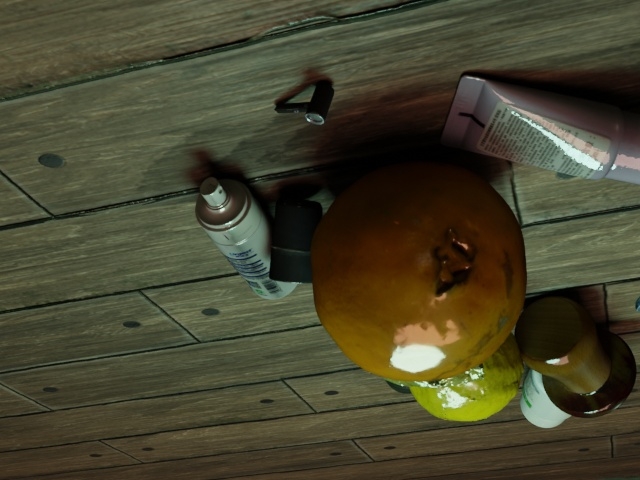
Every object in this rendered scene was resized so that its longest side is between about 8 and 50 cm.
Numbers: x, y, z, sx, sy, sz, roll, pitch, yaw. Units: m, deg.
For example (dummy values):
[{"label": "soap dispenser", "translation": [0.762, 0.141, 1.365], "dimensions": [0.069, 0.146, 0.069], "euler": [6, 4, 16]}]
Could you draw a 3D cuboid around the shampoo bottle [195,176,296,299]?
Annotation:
[{"label": "shampoo bottle", "translation": [-0.114, -0.009, 1.377], "dimensions": [0.092, 0.092, 0.303], "euler": [-9, 151, 13]}]

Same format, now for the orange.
[{"label": "orange", "translation": [0.135, 0.042, 1.270], "dimensions": [0.312, 0.312, 0.312], "euler": [-2, 153, -1]}]

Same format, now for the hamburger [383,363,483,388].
[{"label": "hamburger", "translation": [0.142, 0.135, 1.506], "dimensions": [0.211, 0.309, 0.133], "euler": [-5, 113, -5]}]

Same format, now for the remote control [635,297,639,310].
[{"label": "remote control", "translation": [0.691, 0.122, 1.766], "dimensions": [0.152, 0.027, 0.043], "euler": [-1, 159, 1]}]

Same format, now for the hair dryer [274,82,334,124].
[{"label": "hair dryer", "translation": [-0.023, -0.168, 1.138], "dimensions": [0.083, 0.047, 0.026], "euler": [0, 151, 40]}]

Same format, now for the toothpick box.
[{"label": "toothpick box", "translation": [0.500, 0.228, 1.792], "dimensions": [0.192, 0.192, 0.294], "euler": [-17, 143, 26]}]

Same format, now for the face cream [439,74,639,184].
[{"label": "face cream", "translation": [0.300, -0.139, 1.179], "dimensions": [0.273, 0.096, 0.154], "euler": [12, 155, 1]}]

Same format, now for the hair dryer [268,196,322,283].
[{"label": "hair dryer", "translation": [0.000, 0.000, 1.411], "dimensions": [0.071, 0.125, 0.219], "euler": [10, -176, 30]}]

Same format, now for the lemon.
[{"label": "lemon", "translation": [0.265, 0.230, 1.675], "dimensions": [0.204, 0.204, 0.260], "euler": [-27, 167, 38]}]

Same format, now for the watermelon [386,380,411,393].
[{"label": "watermelon", "translation": [0.172, 0.273, 1.925], "dimensions": [0.133, 0.105, 0.105], "euler": [-10, 152, 10]}]

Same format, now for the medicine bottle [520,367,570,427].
[{"label": "medicine bottle", "translation": [0.522, 0.331, 2.035], "dimensions": [0.139, 0.139, 0.237], "euler": [-3, 154, 2]}]
